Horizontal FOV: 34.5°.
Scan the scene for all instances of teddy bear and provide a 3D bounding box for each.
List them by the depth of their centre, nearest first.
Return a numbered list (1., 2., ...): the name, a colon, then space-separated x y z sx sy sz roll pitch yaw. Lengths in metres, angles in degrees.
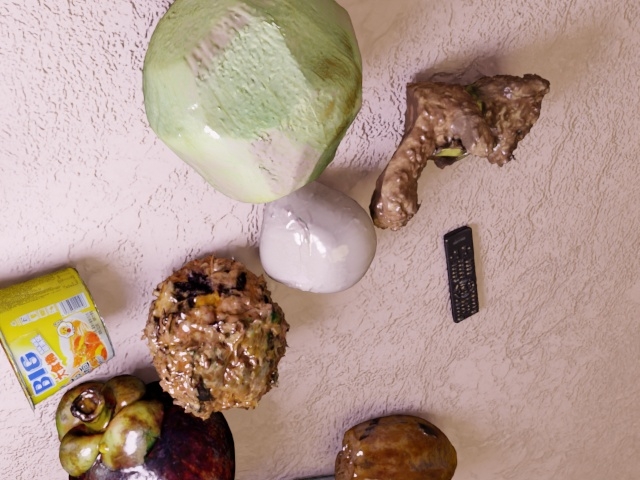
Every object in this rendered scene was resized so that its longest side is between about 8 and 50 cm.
1. teddy bear: 0.220 -0.142 1.672 0.223 0.246 0.296 17 83 -4

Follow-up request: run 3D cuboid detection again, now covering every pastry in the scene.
1. pastry: -0.159 0.156 1.685 0.193 0.274 0.275 -9 150 38

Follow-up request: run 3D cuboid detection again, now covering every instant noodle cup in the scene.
1. instant noodle cup: -0.419 0.139 1.591 0.153 0.205 0.205 -27 136 -18

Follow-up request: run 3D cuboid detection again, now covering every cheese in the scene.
1. cheese: 0.000 0.000 1.708 0.154 0.189 0.198 -40 147 -41

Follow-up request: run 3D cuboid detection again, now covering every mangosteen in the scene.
1. mangosteen: -0.302 0.383 1.775 0.330 0.330 0.330 -15 133 -17

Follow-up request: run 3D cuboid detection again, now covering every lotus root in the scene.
1. lotus root: 0.166 0.462 2.197 0.291 0.193 0.193 9 122 -29

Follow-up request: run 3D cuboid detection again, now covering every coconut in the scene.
1. coconut: -0.078 -0.207 1.416 0.328 0.281 0.328 -5 97 -47

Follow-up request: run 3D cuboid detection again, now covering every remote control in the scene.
1. remote control: 0.275 0.069 2.011 0.063 0.025 0.245 -22 134 -11

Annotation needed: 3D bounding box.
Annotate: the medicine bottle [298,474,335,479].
1. medicine bottle: -0.039 0.571 2.210 0.352 0.110 0.110 -2 128 -27
